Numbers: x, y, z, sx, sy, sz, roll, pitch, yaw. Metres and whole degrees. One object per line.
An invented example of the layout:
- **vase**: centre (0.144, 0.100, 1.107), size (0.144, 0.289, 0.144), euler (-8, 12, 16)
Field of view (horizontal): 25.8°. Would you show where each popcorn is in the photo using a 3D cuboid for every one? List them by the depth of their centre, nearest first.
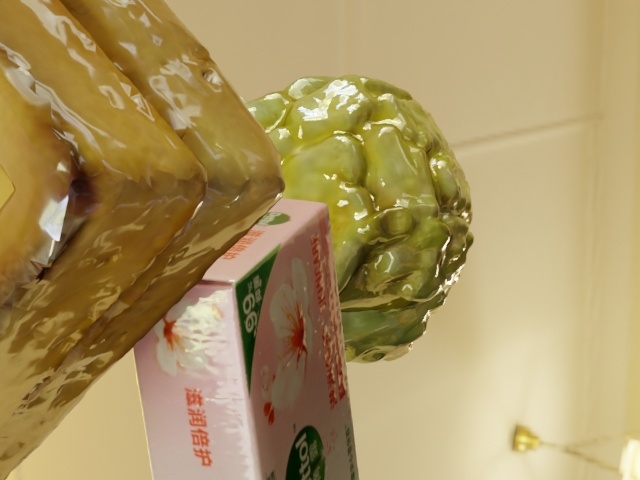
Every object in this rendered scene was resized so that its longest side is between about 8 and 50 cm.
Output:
- **popcorn**: centre (-0.004, -0.007, 1.196), size (0.293, 0.237, 0.293), euler (-31, -21, -13)

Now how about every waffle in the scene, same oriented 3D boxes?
- **waffle**: centre (-0.185, -0.069, 0.443), size (0.224, 0.327, 0.098), euler (-46, -16, 25)

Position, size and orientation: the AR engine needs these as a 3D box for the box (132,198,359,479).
- **box**: centre (-0.025, 0.055, 0.507), size (0.089, 0.043, 0.125), euler (-44, -49, -60)
